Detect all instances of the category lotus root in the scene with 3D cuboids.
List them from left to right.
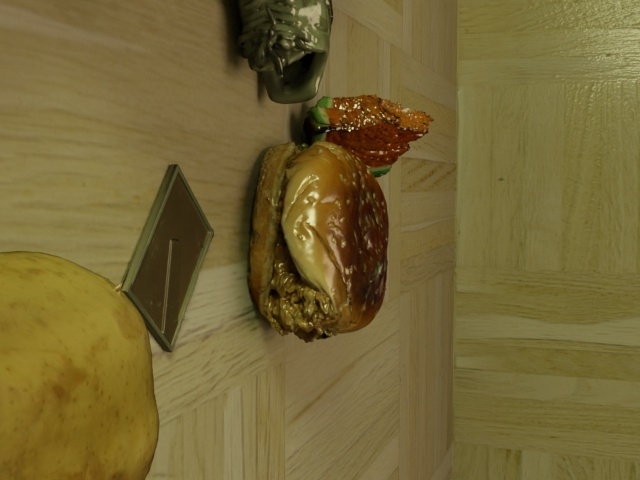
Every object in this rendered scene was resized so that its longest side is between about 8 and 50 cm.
[{"bbox_3d":[-0.157,0.088,0.361,0.284,0.146,0.160,-20,129,-74],"label":"lotus root"}]

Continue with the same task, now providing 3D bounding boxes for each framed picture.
[{"bbox_3d":[-0.143,0.017,0.817,0.109,0.011,0.149,68,30,-49],"label":"framed picture"}]

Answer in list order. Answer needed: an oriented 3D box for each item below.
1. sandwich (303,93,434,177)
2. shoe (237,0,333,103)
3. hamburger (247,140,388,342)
[{"bbox_3d":[0.055,-0.161,1.208,0.235,0.159,0.079,3,66,-48],"label":"sandwich"},{"bbox_3d":[-0.045,-0.259,0.925,0.293,0.109,0.149,62,29,-64],"label":"shoe"},{"bbox_3d":[0.000,0.000,1.055,0.286,0.146,0.243,-58,138,-54],"label":"hamburger"}]
